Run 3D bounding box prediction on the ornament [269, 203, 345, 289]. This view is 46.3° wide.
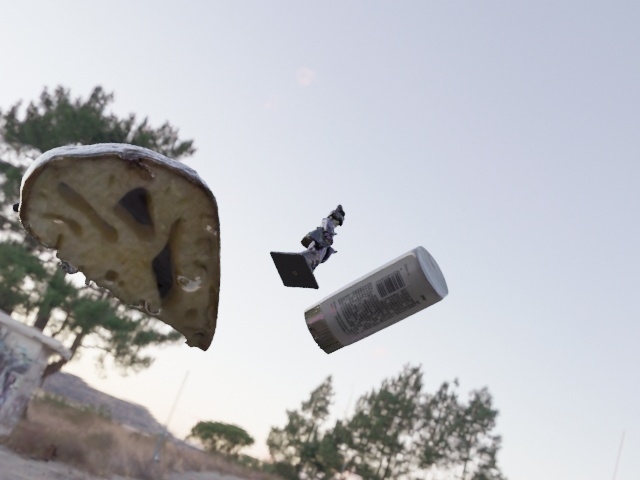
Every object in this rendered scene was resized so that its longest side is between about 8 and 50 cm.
[{"bbox_3d":[0.001,0.009,1.397,0.088,0.203,0.081,2,-59,33],"label":"ornament"}]

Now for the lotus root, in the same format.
[{"bbox_3d":[-0.193,-0.012,0.806,0.261,0.170,0.074,32,1,-17],"label":"lotus root"}]

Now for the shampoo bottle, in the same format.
[{"bbox_3d":[0.078,0.093,1.114,0.227,0.086,0.056,-32,-6,33],"label":"shampoo bottle"}]
